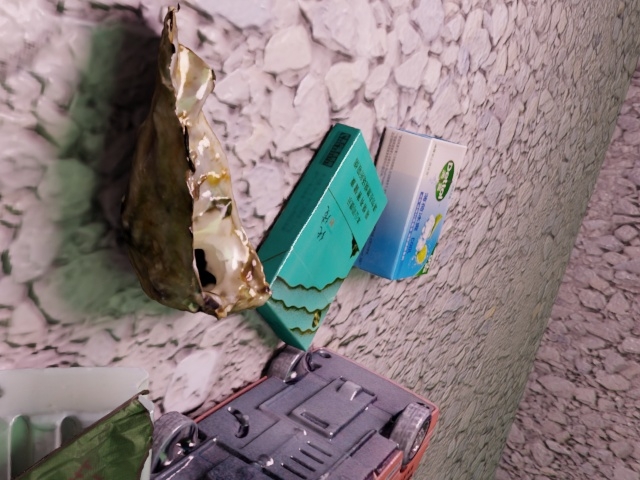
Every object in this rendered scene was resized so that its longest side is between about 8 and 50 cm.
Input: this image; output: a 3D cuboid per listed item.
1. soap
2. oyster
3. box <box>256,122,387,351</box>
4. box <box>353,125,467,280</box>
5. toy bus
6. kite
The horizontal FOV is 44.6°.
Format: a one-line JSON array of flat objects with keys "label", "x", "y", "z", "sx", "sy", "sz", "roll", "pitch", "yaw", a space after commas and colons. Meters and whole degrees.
[{"label": "soap", "x": -0.195, "y": 0.198, "z": 0.600, "sx": 0.119, "sy": 0.066, "sz": 0.197, "roll": 3, "pitch": 112, "yaw": -17}, {"label": "oyster", "x": -0.111, "y": -0.046, "z": 0.646, "sx": 0.166, "sy": 0.094, "sz": 0.294, "roll": -60, "pitch": 148, "yaw": -61}, {"label": "box", "x": 0.000, "y": 0.000, "z": 0.912, "sx": 0.226, "sy": 0.042, "sz": 0.161, "roll": -60, "pitch": 151, "yaw": -19}, {"label": "box", "x": 0.120, "y": -0.050, "z": 1.070, "sx": 0.139, "sy": 0.073, "sz": 0.194, "roll": -4, "pitch": 112, "yaw": -61}, {"label": "toy bus", "x": -0.043, "y": 0.281, "z": 0.859, "sx": 0.427, "sy": 0.203, "sz": 0.232, "roll": -21, "pitch": 131, "yaw": -59}, {"label": "kite", "x": -0.188, "y": 0.243, "z": 0.578, "sx": 0.268, "sy": 0.013, "sz": 0.322, "roll": 2, "pitch": 114, "yaw": -18}]
